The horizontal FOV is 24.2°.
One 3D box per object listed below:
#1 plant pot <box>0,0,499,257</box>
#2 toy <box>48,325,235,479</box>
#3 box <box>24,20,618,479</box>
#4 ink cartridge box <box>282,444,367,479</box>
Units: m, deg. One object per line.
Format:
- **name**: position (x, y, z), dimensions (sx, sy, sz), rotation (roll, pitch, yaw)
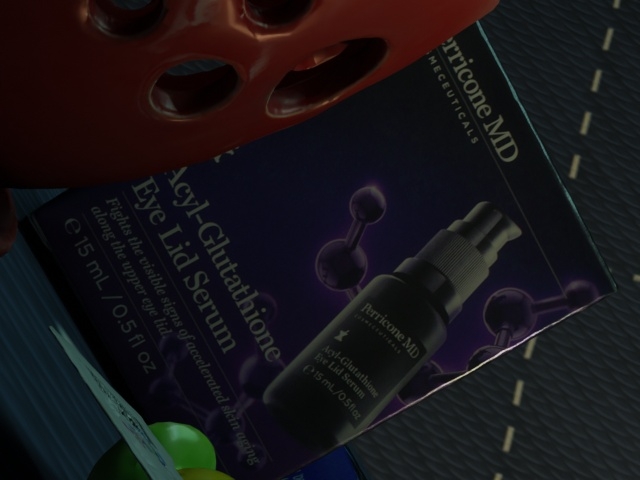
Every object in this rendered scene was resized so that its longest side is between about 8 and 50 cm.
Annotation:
- **plant pot**: position (-0.072, -0.101, 0.377), dimensions (0.191, 0.174, 0.191), rotation (60, -1, 3)
- **toy**: position (-0.007, 0.131, 0.353), dimensions (0.137, 0.056, 0.237), rotation (56, -3, -40)
- **box**: position (0.000, 0.000, 0.663), dimensions (0.153, 0.207, 0.108), rotation (60, -1, -7)
- **ink cartridge box**: position (0.029, 0.205, 0.860), dimensions (0.333, 0.065, 0.165), rotation (59, 0, -26)
